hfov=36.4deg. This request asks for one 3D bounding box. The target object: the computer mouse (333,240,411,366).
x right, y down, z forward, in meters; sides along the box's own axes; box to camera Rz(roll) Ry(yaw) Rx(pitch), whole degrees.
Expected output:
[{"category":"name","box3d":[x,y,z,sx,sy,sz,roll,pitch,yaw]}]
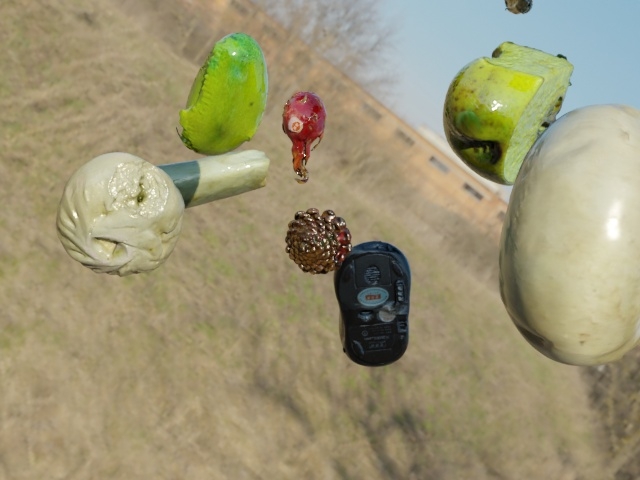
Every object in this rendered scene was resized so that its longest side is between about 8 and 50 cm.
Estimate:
[{"category":"computer mouse","box3d":[0.092,0.109,1.739,0.137,0.233,0.096,-1,14,1]}]

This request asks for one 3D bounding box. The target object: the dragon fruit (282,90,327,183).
[{"category":"dragon fruit","box3d":[-0.033,-0.211,1.952,0.094,0.190,0.094,3,-5,0]}]

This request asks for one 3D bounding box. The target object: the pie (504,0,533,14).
[{"category":"pie","box3d":[0.351,-0.557,1.833,0.274,0.055,0.274,-14,90,-87]}]

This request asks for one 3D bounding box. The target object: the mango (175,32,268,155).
[{"category":"mango","box3d":[-0.118,-0.183,1.240,0.100,0.178,0.119,21,40,-4]}]

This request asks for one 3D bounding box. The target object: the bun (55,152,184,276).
[{"category":"bun","box3d":[-0.285,-0.027,1.387,0.178,0.193,0.127,20,47,-16]}]

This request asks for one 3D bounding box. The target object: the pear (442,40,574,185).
[{"category":"pear","box3d":[0.291,-0.198,1.650,0.164,0.238,0.255,28,33,24]}]

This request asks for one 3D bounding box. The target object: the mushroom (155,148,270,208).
[{"category":"mushroom","box3d":[-0.244,-0.098,1.725,0.100,0.312,0.081,111,-40,-65]}]

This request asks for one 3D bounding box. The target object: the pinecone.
[{"category":"pinecone","box3d":[-0.004,0.001,1.411,0.102,0.102,0.109,39,-2,1]}]

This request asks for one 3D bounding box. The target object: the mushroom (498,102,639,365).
[{"category":"mushroom","box3d":[0.339,-0.024,1.132,0.315,0.356,0.315,16,51,-20]}]
